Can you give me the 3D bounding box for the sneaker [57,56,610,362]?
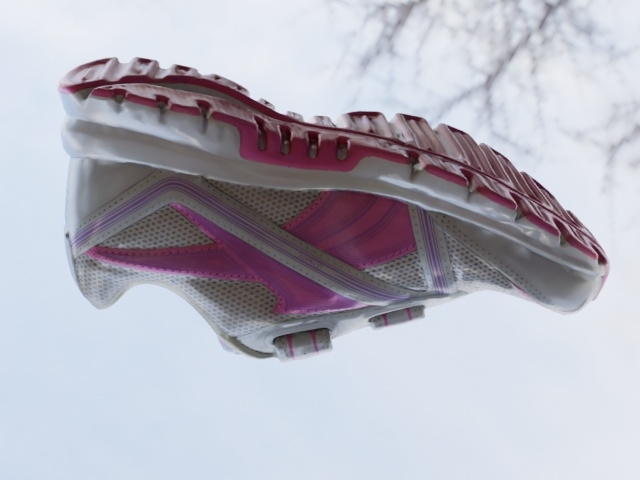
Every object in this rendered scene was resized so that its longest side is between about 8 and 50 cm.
[{"bbox_3d":[0.000,0.000,0.855,0.252,0.111,0.103,14,-164,-2],"label":"sneaker"}]
